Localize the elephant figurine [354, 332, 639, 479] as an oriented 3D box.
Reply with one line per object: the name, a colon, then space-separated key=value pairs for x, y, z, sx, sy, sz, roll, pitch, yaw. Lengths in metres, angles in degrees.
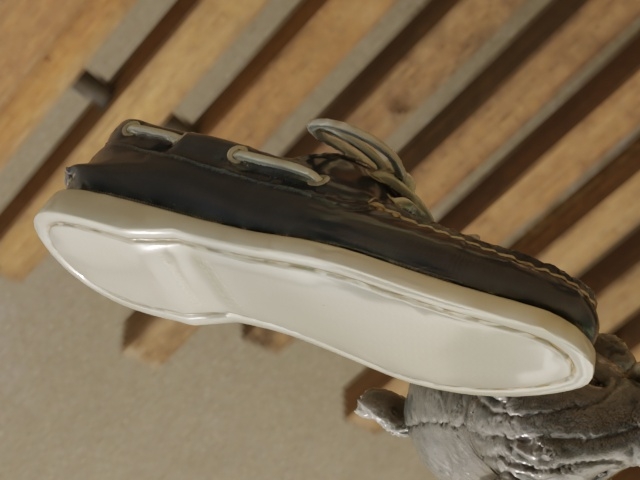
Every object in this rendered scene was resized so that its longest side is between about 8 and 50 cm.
elephant figurine: x=0.130 y=0.106 z=0.929 sx=0.169 sy=0.186 sz=0.239 roll=44 pitch=-175 yaw=6

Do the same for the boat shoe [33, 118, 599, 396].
boat shoe: x=0.000 y=0.000 z=0.618 sx=0.079 sy=0.254 sz=0.095 roll=-60 pitch=-40 yaw=-26
